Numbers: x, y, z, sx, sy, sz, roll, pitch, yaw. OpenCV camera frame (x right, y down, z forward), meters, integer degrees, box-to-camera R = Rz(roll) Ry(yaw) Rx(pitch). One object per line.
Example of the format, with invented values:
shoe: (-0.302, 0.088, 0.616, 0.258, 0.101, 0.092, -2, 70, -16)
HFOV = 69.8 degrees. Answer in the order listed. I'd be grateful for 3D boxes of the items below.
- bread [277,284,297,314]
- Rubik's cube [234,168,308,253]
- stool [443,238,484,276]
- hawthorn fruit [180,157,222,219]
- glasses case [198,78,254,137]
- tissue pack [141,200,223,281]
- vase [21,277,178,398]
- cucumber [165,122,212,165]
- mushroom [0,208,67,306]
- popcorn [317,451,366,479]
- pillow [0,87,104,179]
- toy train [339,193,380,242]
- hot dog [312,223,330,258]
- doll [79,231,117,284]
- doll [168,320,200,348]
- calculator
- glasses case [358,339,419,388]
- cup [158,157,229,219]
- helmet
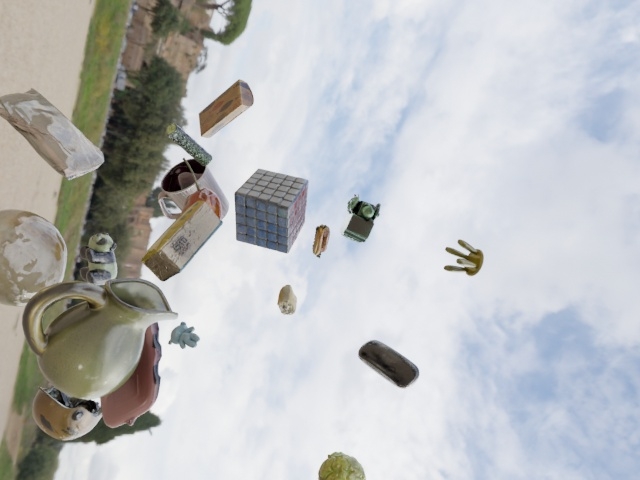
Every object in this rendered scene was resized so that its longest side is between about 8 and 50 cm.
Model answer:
bread: (-0.157, 0.277, 2.116, 0.125, 0.082, 0.106, 71, 12, -46)
Rubik's cube: (-0.197, -0.124, 1.857, 0.238, 0.236, 0.238, -64, 165, -51)
stool: (0.543, 0.069, 1.743, 0.135, 0.110, 0.134, -104, -146, -68)
hawthorn fruit: (-0.466, -0.172, 1.753, 0.165, 0.165, 0.286, -18, -96, 57)
glasses case: (-0.221, -0.300, 1.064, 0.169, 0.041, 0.065, -21, -107, 42)
tissue pack: (-0.318, 0.000, 1.053, 0.120, 0.082, 0.169, -23, -153, 49)
vase: (-0.571, 0.216, 1.155, 0.302, 0.329, 0.240, -49, -134, -4)
cucumber: (-0.467, -0.339, 1.629, 0.058, 0.187, 0.058, -20, -130, 25)
mushroom: (-0.939, 0.058, 1.393, 0.289, 0.292, 0.293, -15, -115, 39)
popcorn: (0.096, 1.018, 1.952, 0.184, 0.204, 0.221, -61, 135, -69)
pillow: (-0.649, -0.259, 1.093, 0.067, 0.270, 0.173, -44, -174, 22)
toy train: (0.199, -0.112, 2.405, 0.299, 0.166, 0.238, -164, -81, -86)
hot dog: (0.000, 0.000, 2.023, 0.055, 0.072, 0.188, 45, -37, 28)
doll: (-0.942, 0.082, 1.950, 0.143, 0.135, 0.235, 12, -74, 47)
doll: (-0.592, 0.434, 2.035, 0.179, 0.075, 0.120, 15, -122, 32)
calculator: (-0.552, 0.372, 1.330, 0.220, 0.048, 0.330, -29, -129, 10)
glasses case: (0.283, 0.516, 1.938, 0.314, 0.122, 0.075, 24, -38, 50)
cup: (-0.588, -0.193, 2.098, 0.288, 0.273, 0.208, -41, -130, -12)
helmet: (-0.816, 0.556, 1.458, 0.198, 0.224, 0.130, 11, -111, 34)
